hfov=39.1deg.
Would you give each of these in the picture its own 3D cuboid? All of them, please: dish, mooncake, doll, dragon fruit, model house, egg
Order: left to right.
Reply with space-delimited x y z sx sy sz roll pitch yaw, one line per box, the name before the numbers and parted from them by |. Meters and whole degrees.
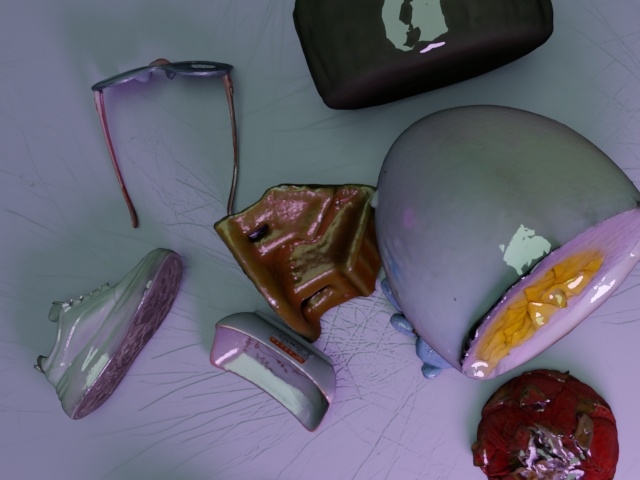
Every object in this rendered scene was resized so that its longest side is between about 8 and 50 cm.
dish | -0.064 0.190 1.403 0.212 0.151 0.077 33 57 9
model house | -0.001 0.000 1.359 0.239 0.268 0.173 -32 62 5
mooncake | 0.139 -0.322 1.282 0.356 0.356 0.194 -15 89 8
doll | 0.166 0.119 1.390 0.120 0.075 0.179 -37 82 2
egg | 0.231 -0.032 1.270 0.354 0.354 0.340 -40 62 5
dragon fruit | 0.333 0.306 1.316 0.224 0.148 0.218 -28 84 7

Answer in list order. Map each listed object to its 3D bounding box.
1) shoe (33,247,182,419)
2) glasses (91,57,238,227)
shoe | -0.359 0.124 1.457 0.159 0.124 0.316 32 92 16
glasses | -0.247 -0.166 1.496 0.234 0.118 0.268 -5 106 7
